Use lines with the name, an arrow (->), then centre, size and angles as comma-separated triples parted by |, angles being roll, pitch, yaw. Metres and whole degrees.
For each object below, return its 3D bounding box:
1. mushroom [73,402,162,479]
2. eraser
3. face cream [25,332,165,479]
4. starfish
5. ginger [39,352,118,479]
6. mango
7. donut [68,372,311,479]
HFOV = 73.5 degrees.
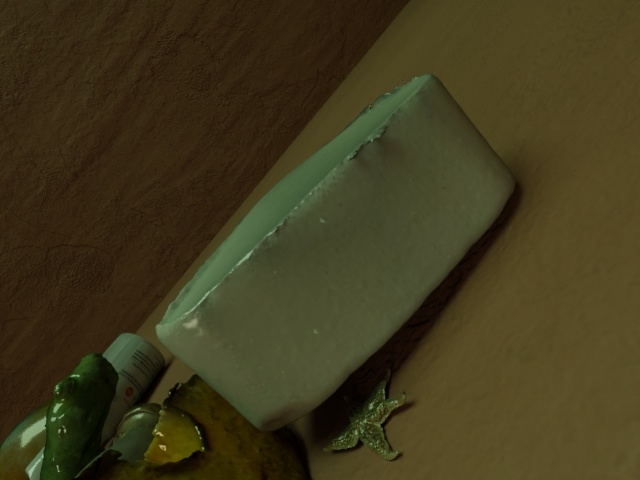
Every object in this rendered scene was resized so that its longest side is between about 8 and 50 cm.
mushroom -> -0.252, 0.322, 0.515 | 0.128, 0.128, 0.350 | -50, 10, 2
eraser -> 0.000, 0.000, 0.480 | 0.331, 0.150, 0.331 | -40, 15, 13
face cream -> -0.530, 0.398, 0.990 | 0.145, 0.145, 0.370 | -36, 16, 41
starfish -> 0.036, 0.145, 0.339 | 0.086, 0.016, 0.092 | -53, 19, 0
ginger -> -0.356, 0.322, 0.647 | 0.089, 0.290, 0.137 | -12, -7, 22
mango -> -0.678, 0.518, 1.108 | 0.384, 0.199, 0.221 | -37, 13, 1
donut -> -0.087, 0.199, 0.321 | 0.101, 0.152, 0.259 | -63, -6, 4
